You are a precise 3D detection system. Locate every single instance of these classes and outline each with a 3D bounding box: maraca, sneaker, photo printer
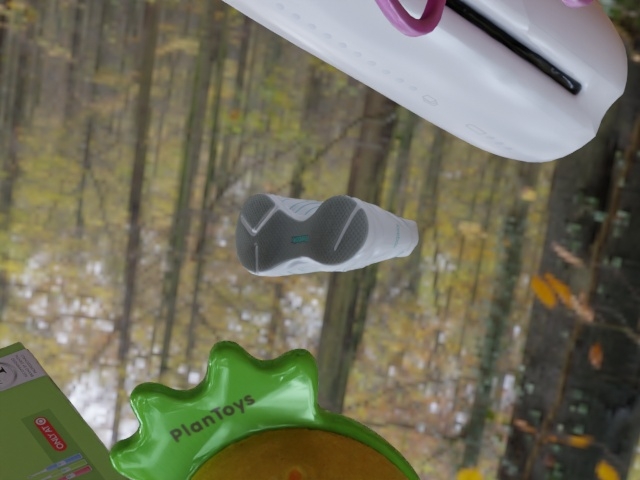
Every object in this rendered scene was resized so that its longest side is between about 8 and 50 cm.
[{"bbox_3d":[-0.019,0.126,0.627,0.127,0.185,0.099,-30,-154,5],"label":"maraca"},{"bbox_3d":[0.000,0.000,0.845,0.061,0.053,0.152,9,177,-38],"label":"sneaker"},{"bbox_3d":[0.011,-0.156,0.737,0.256,0.107,0.307,27,-172,-34],"label":"photo printer"}]

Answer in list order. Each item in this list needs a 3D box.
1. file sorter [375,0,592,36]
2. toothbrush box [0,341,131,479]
[{"bbox_3d":[0.133,-0.210,0.450,0.291,0.202,0.182,-10,137,30],"label":"file sorter"},{"bbox_3d":[-0.281,0.215,0.897,0.283,0.122,0.206,-21,-135,-33],"label":"toothbrush box"}]
